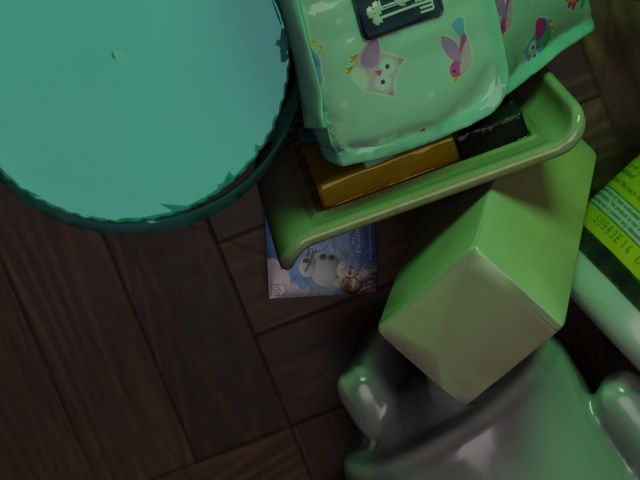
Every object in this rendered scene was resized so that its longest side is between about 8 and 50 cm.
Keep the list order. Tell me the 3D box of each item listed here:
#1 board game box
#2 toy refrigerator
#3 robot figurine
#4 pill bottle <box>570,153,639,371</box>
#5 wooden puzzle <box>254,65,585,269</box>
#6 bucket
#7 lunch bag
[{"bbox_3d":[0.000,0.000,1.443,0.090,0.020,0.090,-3,101,-2],"label":"board game box"},{"bbox_3d":[0.132,-0.001,1.316,0.094,0.269,0.102,42,119,-10],"label":"toy refrigerator"},{"bbox_3d":[0.155,0.210,1.400,0.300,0.200,0.353,-27,103,28],"label":"robot figurine"},{"bbox_3d":[0.348,-0.034,1.373,0.334,0.188,0.188,-44,100,5],"label":"pill bottle"},{"bbox_3d":[0.062,-0.076,1.329,0.239,0.221,0.044,-24,112,2],"label":"wooden puzzle"},{"bbox_3d":[-0.143,-0.142,1.323,0.281,0.183,0.281,0,101,-2],"label":"bucket"},{"bbox_3d":[0.064,-0.199,1.262,0.160,0.262,0.223,6,121,39],"label":"lunch bag"}]
